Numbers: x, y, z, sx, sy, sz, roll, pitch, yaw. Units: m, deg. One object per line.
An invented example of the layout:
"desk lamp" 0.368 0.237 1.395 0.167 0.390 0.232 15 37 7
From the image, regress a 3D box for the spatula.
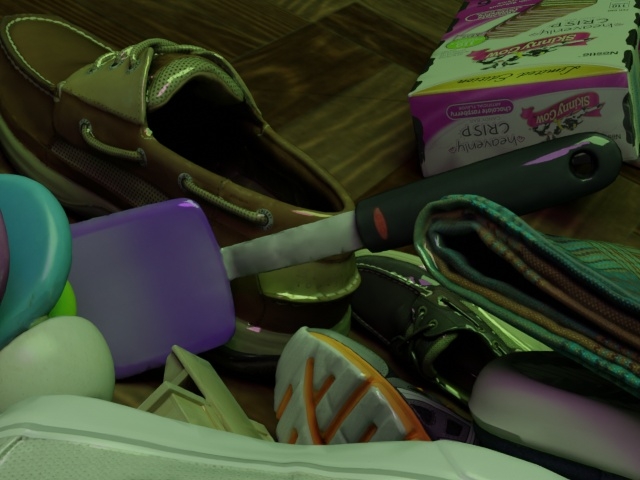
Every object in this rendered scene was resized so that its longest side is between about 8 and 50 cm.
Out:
"spatula" 0.000 0.000 0.611 0.296 0.084 0.030 -15 3 17

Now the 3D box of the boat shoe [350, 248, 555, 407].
"boat shoe" 0.071 0.055 0.710 0.152 0.056 0.049 28 28 15

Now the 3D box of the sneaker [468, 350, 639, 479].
"sneaker" 0.211 0.164 0.521 0.350 0.148 0.131 23 11 4

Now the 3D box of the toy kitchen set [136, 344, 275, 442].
"toy kitchen set" -0.072 0.099 0.586 0.068 0.075 0.083 51 9 37

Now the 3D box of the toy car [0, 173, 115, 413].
"toy car" -0.181 0.026 0.547 0.159 0.136 0.182 37 36 27

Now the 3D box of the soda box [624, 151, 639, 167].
"soda box" 0.321 -0.080 1.041 0.183 0.063 0.058 21 32 3

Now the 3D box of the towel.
"towel" 0.238 0.060 0.577 0.271 0.040 0.370 31 14 36

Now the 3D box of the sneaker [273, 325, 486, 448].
"sneaker" 0.063 0.119 0.592 0.215 0.084 0.083 44 38 18

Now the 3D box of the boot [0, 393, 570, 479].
"boot" -0.014 0.136 0.445 0.258 0.095 0.123 7 37 1

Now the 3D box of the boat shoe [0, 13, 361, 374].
"boat shoe" -0.085 -0.060 0.743 0.122 0.120 0.324 -16 46 -43

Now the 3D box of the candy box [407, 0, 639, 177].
"candy box" 0.172 -0.132 0.976 0.159 0.071 0.233 -4 26 19
